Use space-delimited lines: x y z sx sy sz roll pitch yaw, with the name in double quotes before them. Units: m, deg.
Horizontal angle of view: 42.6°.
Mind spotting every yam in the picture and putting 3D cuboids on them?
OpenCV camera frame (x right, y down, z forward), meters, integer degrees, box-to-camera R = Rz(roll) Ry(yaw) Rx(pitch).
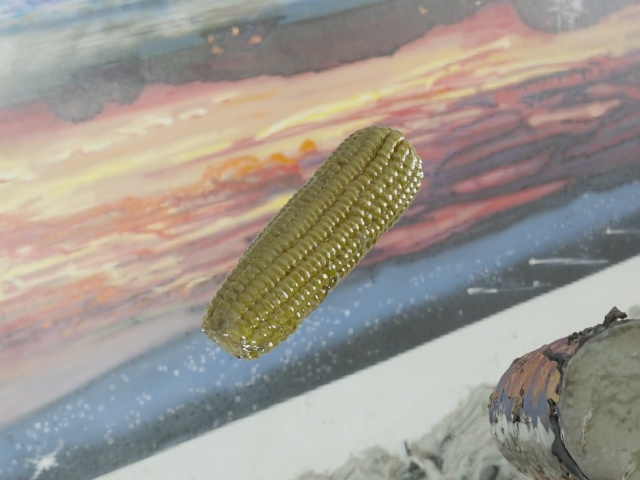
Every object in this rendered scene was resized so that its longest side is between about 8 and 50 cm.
"yam" 0.196 0.123 0.587 0.131 0.131 0.279 -10 168 1

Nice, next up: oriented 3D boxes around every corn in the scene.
"corn" 0.000 0.000 0.640 0.080 0.080 0.231 12 -127 42
